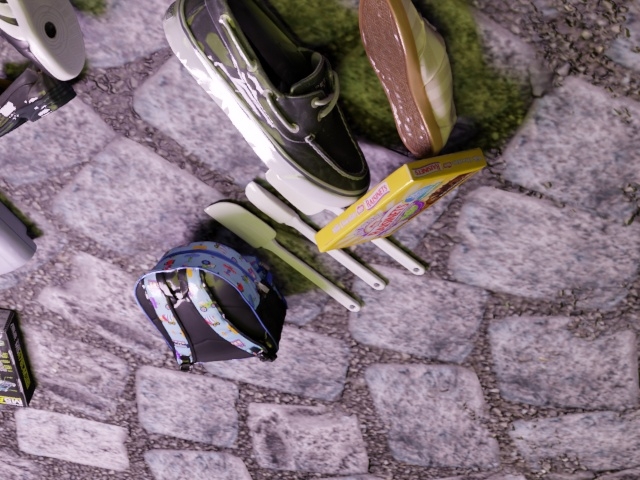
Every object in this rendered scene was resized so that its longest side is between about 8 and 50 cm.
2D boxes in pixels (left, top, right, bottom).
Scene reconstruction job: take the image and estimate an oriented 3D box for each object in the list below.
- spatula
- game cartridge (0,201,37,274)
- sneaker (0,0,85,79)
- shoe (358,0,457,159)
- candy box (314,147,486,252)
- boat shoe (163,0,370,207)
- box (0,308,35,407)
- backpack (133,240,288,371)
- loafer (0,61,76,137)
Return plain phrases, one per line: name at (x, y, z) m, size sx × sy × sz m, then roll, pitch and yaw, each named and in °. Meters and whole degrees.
spatula at (0.000, 0.000, 1.781) m, size 0.242 × 0.019 × 0.168 m, roll 37°, pitch 134°, yaw -23°
game cartridge at (-0.533, -0.010, 1.911) m, size 0.294 × 0.060 × 0.196 m, roll -17°, pitch 126°, yaw 32°
sneaker at (-0.348, -0.253, 1.564) m, size 0.121 × 0.079 × 0.217 m, roll -12°, pitch 125°, yaw 33°
shoe at (0.094, -0.183, 1.522) m, size 0.076 × 0.058 × 0.219 m, roll 30°, pitch 151°, yaw 42°
candy box at (0.084, -0.043, 1.630) m, size 0.105 × 0.027 × 0.206 m, roll -11°, pitch 164°, yaw -33°
boat shoe at (-0.030, -0.155, 1.555) m, size 0.102 × 0.108 × 0.301 m, roll -22°, pitch 121°, yaw 37°
box at (-0.512, 0.158, 2.102) m, size 0.191 × 0.045 × 0.184 m, roll 7°, pitch 141°, yaw 8°
backpack at (-0.138, 0.066, 1.823) m, size 0.158 × 0.117 × 0.173 m, roll -9°, pitch 135°, yaw 26°
loafer at (-0.353, -0.158, 1.689) m, size 0.170 × 0.062 × 0.061 m, roll -22°, pitch 106°, yaw 31°
